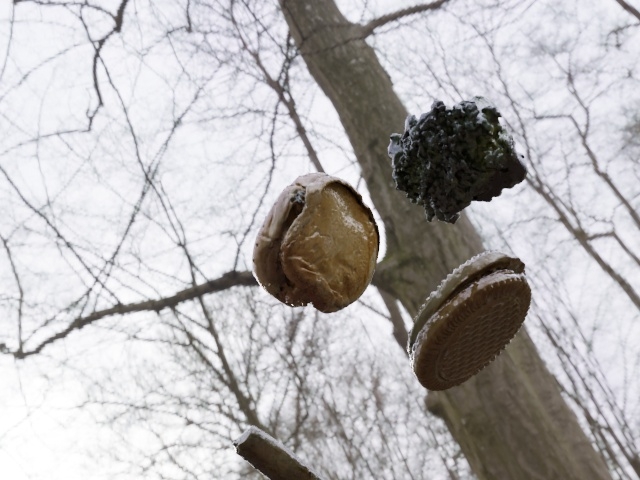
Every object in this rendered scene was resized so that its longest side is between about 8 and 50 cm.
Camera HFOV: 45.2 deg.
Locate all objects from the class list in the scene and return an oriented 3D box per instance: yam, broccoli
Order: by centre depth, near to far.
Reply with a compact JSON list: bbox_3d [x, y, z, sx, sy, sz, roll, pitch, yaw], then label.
[{"bbox_3d":[0.192,-0.138,1.028,0.165,0.145,0.304,-35,7,28],"label":"broccoli"},{"bbox_3d":[-0.040,0.453,1.459,0.071,0.067,0.317,-45,-67,6],"label":"yam"}]

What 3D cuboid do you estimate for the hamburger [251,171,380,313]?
[{"bbox_3d":[0.000,0.000,1.362,0.286,0.146,0.243,-25,-63,-46],"label":"hamburger"}]

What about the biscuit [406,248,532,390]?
[{"bbox_3d":[0.243,0.131,1.248,0.259,0.079,0.259,-25,-40,-23],"label":"biscuit"}]
